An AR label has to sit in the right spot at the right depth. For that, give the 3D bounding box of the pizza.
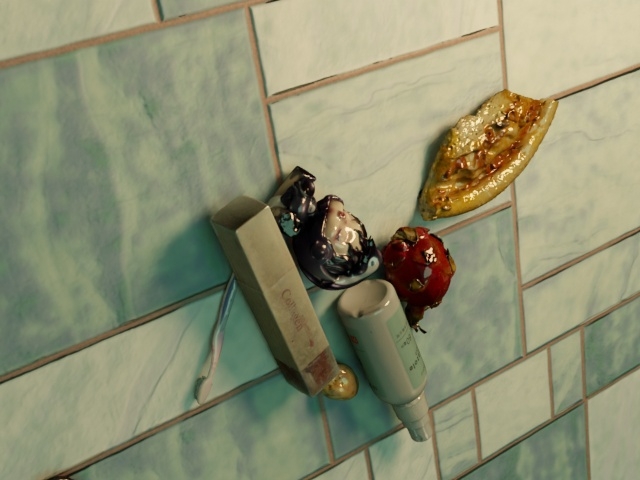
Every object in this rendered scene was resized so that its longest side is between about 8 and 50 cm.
[{"bbox_3d":[0.313,-0.168,1.592,0.365,0.074,0.182,-36,131,-20],"label":"pizza"}]

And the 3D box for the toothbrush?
[{"bbox_3d":[-0.162,0.142,1.406,0.021,0.027,0.269,11,99,-49],"label":"toothbrush"}]

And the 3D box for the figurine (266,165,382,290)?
[{"bbox_3d":[0.000,0.000,1.413,0.222,0.145,0.145,44,79,-26],"label":"figurine"}]

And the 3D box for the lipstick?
[{"bbox_3d":[-0.069,0.098,1.401,0.076,0.080,0.371,-39,129,-24],"label":"lipstick"}]

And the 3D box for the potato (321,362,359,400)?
[{"bbox_3d":[0.037,0.260,1.563,0.068,0.062,0.083,-48,148,7],"label":"potato"}]

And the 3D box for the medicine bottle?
[{"bbox_3d":[0.137,0.236,1.585,0.110,0.110,0.352,-36,122,-20],"label":"medicine bottle"}]

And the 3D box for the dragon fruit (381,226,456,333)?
[{"bbox_3d":[0.178,0.081,1.573,0.125,0.125,0.246,-35,139,-36],"label":"dragon fruit"}]

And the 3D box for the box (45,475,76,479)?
[{"bbox_3d":[-0.428,0.473,1.326,0.212,0.042,0.201,-39,122,-18],"label":"box"}]
